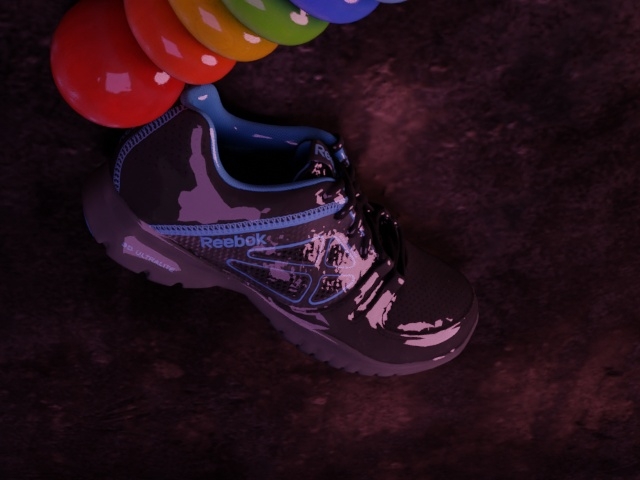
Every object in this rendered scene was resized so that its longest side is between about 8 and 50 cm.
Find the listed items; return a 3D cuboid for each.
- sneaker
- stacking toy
[{"bbox_3d":[0.000,0.000,0.887,0.341,0.125,0.139,21,129,-28],"label":"sneaker"},{"bbox_3d":[-0.036,-0.166,0.706,0.330,0.141,0.141,-25,135,33],"label":"stacking toy"}]
